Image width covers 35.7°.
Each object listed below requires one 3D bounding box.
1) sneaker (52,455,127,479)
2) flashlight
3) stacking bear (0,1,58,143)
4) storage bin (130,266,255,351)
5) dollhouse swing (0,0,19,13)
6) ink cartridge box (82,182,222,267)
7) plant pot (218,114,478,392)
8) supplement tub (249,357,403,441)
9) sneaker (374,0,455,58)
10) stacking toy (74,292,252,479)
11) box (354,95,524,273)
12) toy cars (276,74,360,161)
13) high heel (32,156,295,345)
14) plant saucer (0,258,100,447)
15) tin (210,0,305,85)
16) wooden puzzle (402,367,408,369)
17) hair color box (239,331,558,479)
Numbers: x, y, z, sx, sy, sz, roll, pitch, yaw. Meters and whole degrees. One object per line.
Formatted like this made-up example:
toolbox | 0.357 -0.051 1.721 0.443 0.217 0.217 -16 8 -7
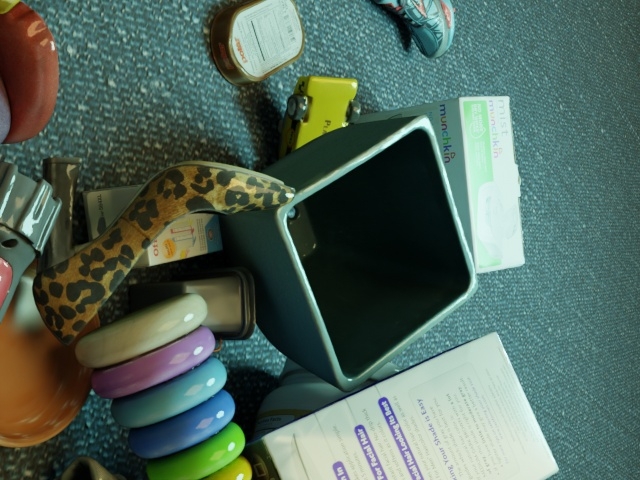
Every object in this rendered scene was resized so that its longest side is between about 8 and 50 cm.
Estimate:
sneaker | -0.210 0.297 1.035 0.330 0.122 0.146 8 82 -56
flashlight | -0.319 0.076 0.857 0.103 0.103 0.304 35 63 -37
stacking bear | -0.378 -0.092 0.802 0.289 0.175 0.164 -40 153 -39
storage bin | -0.154 0.082 1.147 0.091 0.135 0.098 1 86 -45
dollhouse swing | -0.312 -0.358 0.855 0.305 0.315 0.347 -48 111 -18
ink cartridge box | -0.194 -0.019 1.122 0.143 0.090 0.092 -15 98 -56
plant pot | 0.000 0.000 1.245 0.247 0.252 0.248 -34 116 -30
supplement tub | 0.010 0.319 1.268 0.228 0.228 0.316 45 51 -45
sneaker | 0.134 -0.414 1.678 0.125 0.104 0.262 -41 118 -30
stacking toy | -0.129 0.228 1.025 0.141 0.141 0.330 -26 96 -54
box | 0.185 -0.081 1.553 0.127 0.231 0.262 -8 94 -40
toy cars | 0.029 -0.077 1.460 0.176 0.087 0.394 -38 127 -8
high heel | -0.156 0.014 1.010 0.093 0.261 0.186 147 -56 -78
plant saucer | -0.304 0.104 0.992 0.200 0.037 0.200 8 80 -55
tin | -0.083 -0.281 1.370 0.189 0.040 0.106 -42 117 -50
wooden puzzle | 0.182 0.332 1.700 0.238 0.044 0.221 16 73 -59
hair color box | 0.090 0.252 1.137 0.339 0.110 0.185 -19 81 -32
